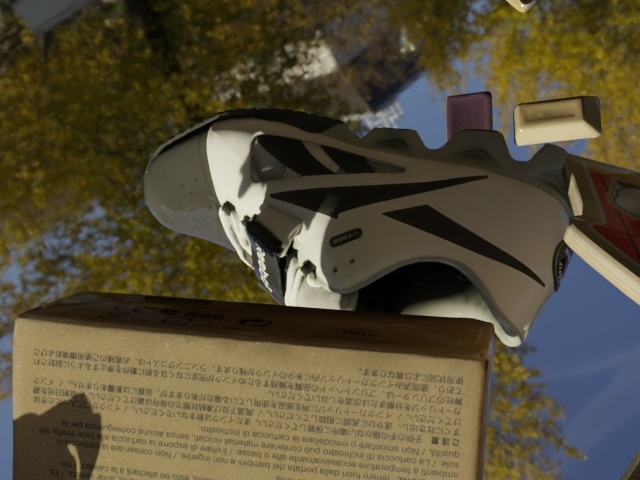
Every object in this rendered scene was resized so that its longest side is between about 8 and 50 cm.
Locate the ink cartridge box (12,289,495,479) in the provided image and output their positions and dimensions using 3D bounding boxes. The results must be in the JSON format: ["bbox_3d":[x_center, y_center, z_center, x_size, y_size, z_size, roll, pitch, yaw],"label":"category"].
[{"bbox_3d":[-0.033,0.132,0.520,0.235,0.193,0.088,4,-172,10],"label":"ink cartridge box"}]

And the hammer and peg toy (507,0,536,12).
[{"bbox_3d":[0.130,-0.337,0.719,0.127,0.266,0.361,-48,-179,-16],"label":"hammer and peg toy"}]

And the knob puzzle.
[{"bbox_3d":[0.196,0.013,0.409,0.213,0.030,0.213,13,-155,-6],"label":"knob puzzle"}]

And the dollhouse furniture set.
[{"bbox_3d":[0.164,-0.063,0.788,0.114,0.090,0.081,-5,165,21],"label":"dollhouse furniture set"}]

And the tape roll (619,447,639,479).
[{"bbox_3d":[0.231,0.208,0.697,0.072,0.392,0.392,32,-127,19],"label":"tape roll"}]

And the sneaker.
[{"bbox_3d":[0.000,0.000,0.684,0.331,0.122,0.146,4,-123,29],"label":"sneaker"}]
